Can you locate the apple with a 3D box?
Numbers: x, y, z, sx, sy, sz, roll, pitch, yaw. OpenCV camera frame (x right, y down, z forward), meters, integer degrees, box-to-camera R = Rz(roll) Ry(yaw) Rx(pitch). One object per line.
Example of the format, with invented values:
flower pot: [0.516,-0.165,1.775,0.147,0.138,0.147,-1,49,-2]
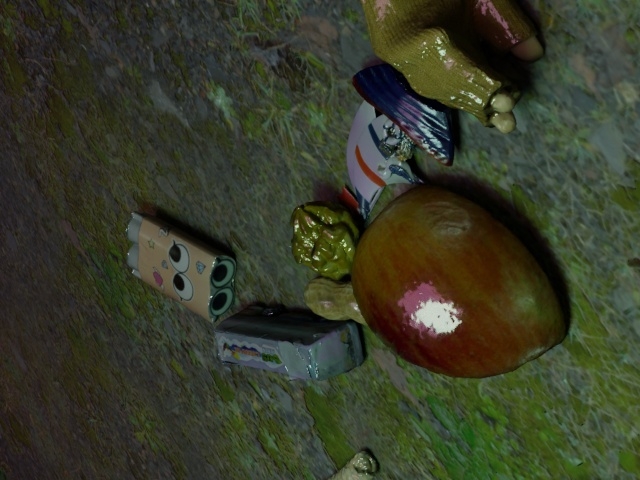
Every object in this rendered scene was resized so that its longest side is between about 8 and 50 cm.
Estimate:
apple: [0.202,0.066,1.171,0.346,0.179,0.254,40,112,26]

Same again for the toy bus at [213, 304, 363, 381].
toy bus: [-0.070,0.203,1.506,0.317,0.138,0.112,0,107,45]

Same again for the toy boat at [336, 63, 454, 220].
toy boat: [0.099,-0.172,1.270,0.318,0.072,0.219,-31,86,55]

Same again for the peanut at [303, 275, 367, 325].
peanut: [0.053,0.113,1.395,0.193,0.089,0.089,10,112,41]

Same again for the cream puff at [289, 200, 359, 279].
cream puff: [0.000,0.000,1.358,0.146,0.116,0.146,1,91,63]

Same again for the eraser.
eraser: [-0.320,0.053,1.722,0.291,0.087,0.171,26,120,34]

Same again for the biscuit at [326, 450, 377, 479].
biscuit: [0.044,0.502,1.569,0.219,0.055,0.061,-50,60,42]

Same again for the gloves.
gloves: [0.174,-0.298,1.064,0.356,0.203,0.155,60,158,16]
